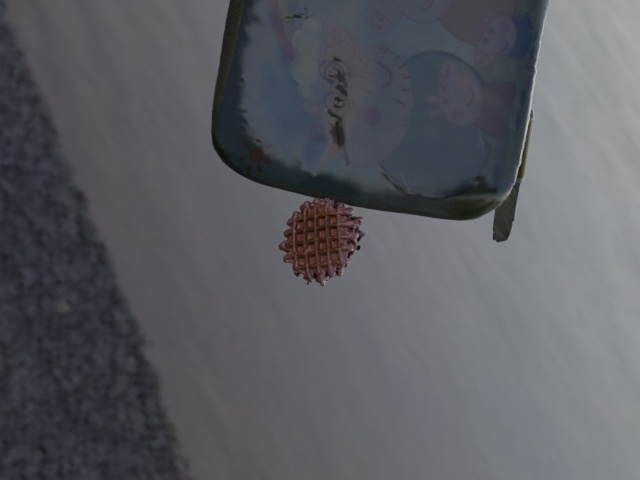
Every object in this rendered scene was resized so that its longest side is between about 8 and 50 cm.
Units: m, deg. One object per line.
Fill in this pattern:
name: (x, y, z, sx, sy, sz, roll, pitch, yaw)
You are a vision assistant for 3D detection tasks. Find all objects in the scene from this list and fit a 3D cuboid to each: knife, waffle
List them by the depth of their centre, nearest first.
waffle: (0.000, 0.000, 1.531, 0.075, 0.083, 0.029, 34, 6, 29)
knife: (0.221, -0.075, 1.911, 0.047, 0.017, 0.298, 50, -18, 26)

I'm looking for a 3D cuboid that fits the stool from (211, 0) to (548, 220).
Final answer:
stool: (0.059, -0.192, 1.676, 0.310, 0.310, 0.226, 12, 5, -1)
